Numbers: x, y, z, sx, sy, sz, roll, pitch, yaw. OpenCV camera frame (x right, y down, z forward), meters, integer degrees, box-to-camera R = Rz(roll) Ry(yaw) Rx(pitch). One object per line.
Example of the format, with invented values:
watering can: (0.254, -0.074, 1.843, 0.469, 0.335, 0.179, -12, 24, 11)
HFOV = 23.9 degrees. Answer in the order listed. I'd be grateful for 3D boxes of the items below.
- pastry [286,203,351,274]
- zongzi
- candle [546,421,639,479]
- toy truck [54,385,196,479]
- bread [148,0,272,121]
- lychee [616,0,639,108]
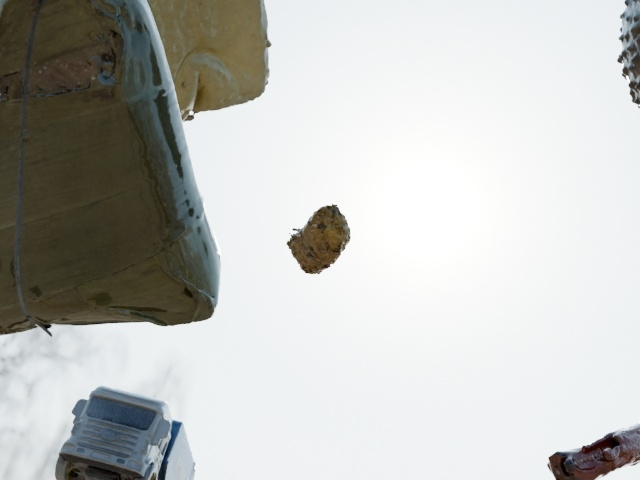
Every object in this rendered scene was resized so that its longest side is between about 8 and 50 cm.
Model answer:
pastry: (0.000, 0.000, 2.152, 0.080, 0.056, 0.140, 57, -26, 1)
zongzi: (-0.310, -0.075, 1.385, 0.393, 0.174, 0.356, -8, -73, 8)
candle: (0.410, 0.277, 2.025, 0.084, 0.059, 0.302, -9, -1, 42)
toy truck: (-0.279, 0.349, 2.229, 0.146, 0.175, 0.367, 12, -30, 9)
bread: (-0.285, -0.367, 2.112, 0.371, 0.279, 0.390, 26, -48, 38)
lychee: (0.470, -0.210, 1.698, 0.300, 0.300, 0.300, 15, -26, 7)
